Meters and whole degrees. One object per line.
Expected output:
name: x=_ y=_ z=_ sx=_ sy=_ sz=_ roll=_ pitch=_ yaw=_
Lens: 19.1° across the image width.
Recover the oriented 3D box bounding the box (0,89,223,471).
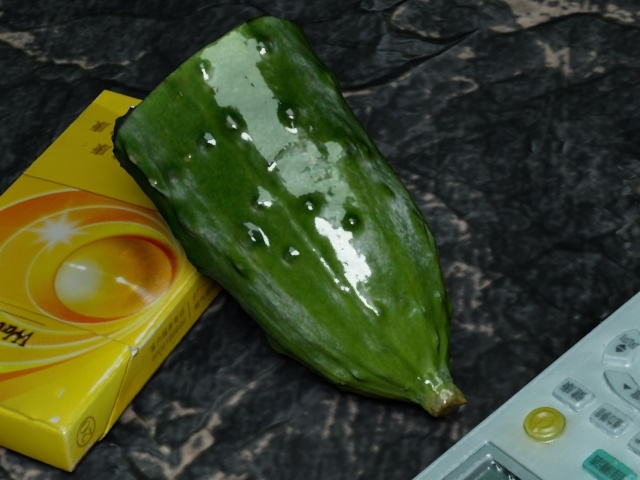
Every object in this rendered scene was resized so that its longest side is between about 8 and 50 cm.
box: x=-0.135 y=0.014 z=1.119 sx=0.152 sy=0.043 sz=0.269 roll=16 pitch=46 yaw=24

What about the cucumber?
cucumber: x=0.001 y=0.001 z=1.042 sx=0.134 sy=0.134 sz=0.244 roll=-27 pitch=67 yaw=-22

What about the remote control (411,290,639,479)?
remote control: x=0.168 y=0.090 z=0.979 sx=0.293 sy=0.051 sz=0.103 roll=-35 pitch=46 yaw=-23
